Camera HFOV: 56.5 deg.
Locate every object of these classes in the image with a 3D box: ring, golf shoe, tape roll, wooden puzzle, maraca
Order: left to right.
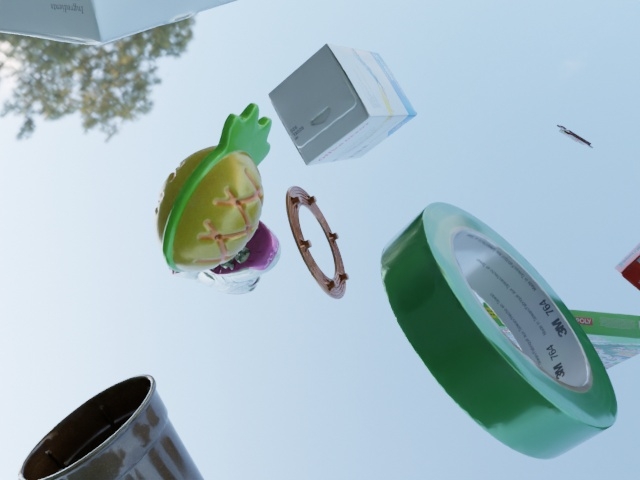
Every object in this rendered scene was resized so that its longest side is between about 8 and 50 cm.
[{"bbox_3d":[-0.103,-0.050,0.607,0.099,0.127,0.185,28,-90,12],"label":"maraca"},{"bbox_3d":[-0.138,0.032,1.005,0.306,0.140,0.115,-3,-122,54],"label":"golf shoe"},{"bbox_3d":[0.000,0.000,1.637,0.032,0.336,0.336,-23,-128,16],"label":"ring"},{"bbox_3d":[0.214,0.096,0.720,0.077,0.321,0.321,-45,-135,28],"label":"tape roll"},{"bbox_3d":[0.473,-0.192,1.110,0.083,0.049,0.006,30,-78,-3],"label":"wooden puzzle"}]

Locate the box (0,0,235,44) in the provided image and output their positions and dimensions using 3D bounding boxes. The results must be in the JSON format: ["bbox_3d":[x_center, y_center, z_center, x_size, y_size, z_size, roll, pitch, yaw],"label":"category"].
[{"bbox_3d":[-0.195,-0.258,0.522,0.182,0.119,0.181,16,-142,28],"label":"box"}]

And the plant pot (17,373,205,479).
[{"bbox_3d":[-0.214,0.268,0.672,0.167,0.165,0.167,-28,-165,8],"label":"plant pot"}]

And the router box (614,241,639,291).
[{"bbox_3d":[0.856,0.065,1.238,0.335,0.082,0.301,41,-74,6],"label":"router box"}]

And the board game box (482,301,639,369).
[{"bbox_3d":[0.426,0.181,1.106,0.317,0.213,0.046,6,-116,-2],"label":"board game box"}]

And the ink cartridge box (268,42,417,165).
[{"bbox_3d":[0.048,-0.274,1.214,0.171,0.233,0.168,-34,-97,32],"label":"ink cartridge box"}]
